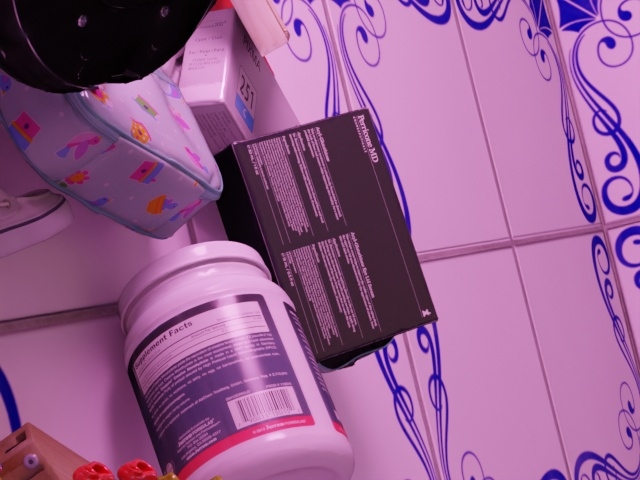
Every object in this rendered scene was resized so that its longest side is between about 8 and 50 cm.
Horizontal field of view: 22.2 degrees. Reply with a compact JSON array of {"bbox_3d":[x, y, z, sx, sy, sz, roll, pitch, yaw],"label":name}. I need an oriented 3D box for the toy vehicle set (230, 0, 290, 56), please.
[{"bbox_3d":[-0.115,-0.342,1.891,0.267,0.035,0.166,61,4,-8],"label":"toy vehicle set"}]

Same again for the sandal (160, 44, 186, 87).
[{"bbox_3d":[-0.232,-0.304,1.835,0.169,0.102,0.416,-72,153,-58],"label":"sandal"}]

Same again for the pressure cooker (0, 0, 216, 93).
[{"bbox_3d":[-0.305,-0.354,1.410,0.375,0.420,0.370,-33,139,-48],"label":"pressure cooker"}]

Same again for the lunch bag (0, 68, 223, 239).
[{"bbox_3d":[-0.230,-0.138,1.698,0.279,0.108,0.224,33,27,-54],"label":"lunch bag"}]

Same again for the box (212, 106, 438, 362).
[{"bbox_3d":[0.000,0.000,1.865,0.184,0.103,0.261,-17,87,-26],"label":"box"}]

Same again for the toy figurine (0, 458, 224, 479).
[{"bbox_3d":[-0.257,0.210,1.354,0.362,0.217,0.191,13,110,-56],"label":"toy figurine"}]

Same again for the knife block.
[{"bbox_3d":[-0.206,0.290,1.587,0.276,0.088,0.242,54,10,0],"label":"knife block"}]

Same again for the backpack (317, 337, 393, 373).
[{"bbox_3d":[-0.012,0.082,1.997,0.188,0.144,0.166,-32,111,-61],"label":"backpack"}]

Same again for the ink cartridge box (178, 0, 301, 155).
[{"bbox_3d":[-0.085,-0.190,2.016,0.296,0.066,0.261,59,29,-54],"label":"ink cartridge box"}]

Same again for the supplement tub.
[{"bbox_3d":[-0.094,0.158,1.700,0.191,0.191,0.272,29,31,-53],"label":"supplement tub"}]

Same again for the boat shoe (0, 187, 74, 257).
[{"bbox_3d":[-0.333,-0.023,1.528,0.267,0.096,0.088,-24,103,-54],"label":"boat shoe"}]
